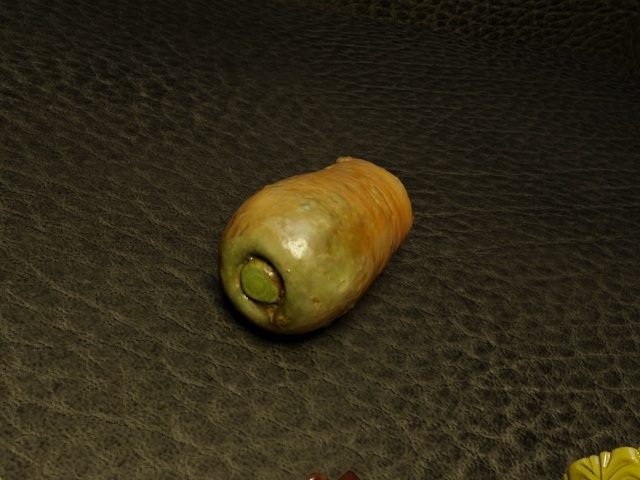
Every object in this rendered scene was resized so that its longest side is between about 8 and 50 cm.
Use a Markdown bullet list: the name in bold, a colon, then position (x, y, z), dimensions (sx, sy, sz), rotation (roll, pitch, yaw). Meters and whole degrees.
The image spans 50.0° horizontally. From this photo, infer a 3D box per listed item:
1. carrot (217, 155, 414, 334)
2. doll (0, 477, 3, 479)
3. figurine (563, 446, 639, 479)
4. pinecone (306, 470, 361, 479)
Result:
- **carrot**: position (0.000, 0.000, 1.052), dimensions (0.224, 0.224, 0.341), rotation (33, 36, 18)
- **doll**: position (-0.437, 0.310, 0.580), dimensions (0.346, 0.098, 0.341), rotation (-14, 38, -27)
- **figurine**: position (0.363, 0.411, 0.756), dimensions (0.187, 0.168, 0.315), rotation (-14, 36, 29)
- **pinecone**: position (0.008, 0.335, 0.622), dimensions (0.264, 0.264, 0.264), rotation (12, 37, -10)
